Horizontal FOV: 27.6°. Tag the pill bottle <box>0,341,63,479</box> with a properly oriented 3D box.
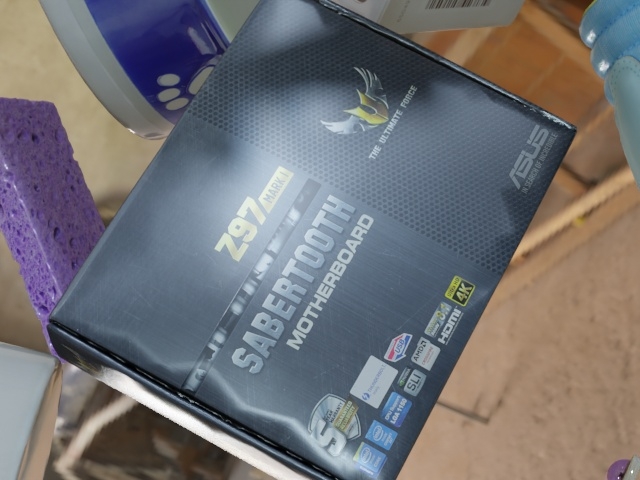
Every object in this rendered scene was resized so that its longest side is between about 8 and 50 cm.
[{"bbox_3d":[-0.346,0.110,0.750,0.204,0.361,0.204,-167,90,-86],"label":"pill bottle"}]

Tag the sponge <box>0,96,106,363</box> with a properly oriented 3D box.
[{"bbox_3d":[-0.206,-0.010,1.007,0.031,0.210,0.117,-23,-2,16],"label":"sponge"}]

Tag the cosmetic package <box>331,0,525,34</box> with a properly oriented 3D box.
[{"bbox_3d":[0.004,-0.394,1.284,0.453,0.230,0.161,44,126,26],"label":"cosmetic package"}]

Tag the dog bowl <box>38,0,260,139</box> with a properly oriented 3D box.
[{"bbox_3d":[-0.122,-0.214,0.958,0.104,0.265,0.265,-19,33,12],"label":"dog bowl"}]

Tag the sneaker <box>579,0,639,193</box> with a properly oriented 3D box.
[{"bbox_3d":[0.287,-0.114,0.719,0.208,0.319,0.127,69,153,17],"label":"sneaker"}]

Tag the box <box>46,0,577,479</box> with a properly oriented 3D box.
[{"bbox_3d":[0.000,0.000,0.667,0.232,0.183,0.059,-58,-9,-22],"label":"box"}]

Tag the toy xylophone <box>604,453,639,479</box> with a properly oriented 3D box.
[{"bbox_3d":[0.307,0.276,0.872,0.081,0.323,0.236,-49,-7,-2],"label":"toy xylophone"}]
